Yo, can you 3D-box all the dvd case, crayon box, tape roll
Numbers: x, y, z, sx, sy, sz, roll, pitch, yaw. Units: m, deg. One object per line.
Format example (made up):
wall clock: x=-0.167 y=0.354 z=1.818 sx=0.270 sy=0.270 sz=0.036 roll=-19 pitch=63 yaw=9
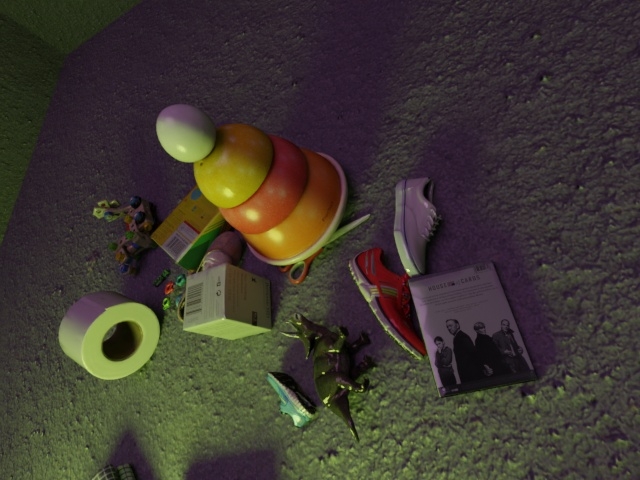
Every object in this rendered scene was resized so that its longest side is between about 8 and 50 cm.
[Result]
dvd case: x=0.289 y=0.169 z=0.791 sx=0.179 sy=0.029 sz=0.239 roll=-14 pitch=62 yaw=9
crayon box: x=-0.386 y=-0.075 z=1.321 sx=0.202 sy=0.081 sz=0.318 roll=32 pitch=79 yaw=39
tape roll: x=-0.671 y=0.297 z=1.286 sx=0.169 sy=0.246 sz=0.246 roll=10 pitch=77 yaw=37

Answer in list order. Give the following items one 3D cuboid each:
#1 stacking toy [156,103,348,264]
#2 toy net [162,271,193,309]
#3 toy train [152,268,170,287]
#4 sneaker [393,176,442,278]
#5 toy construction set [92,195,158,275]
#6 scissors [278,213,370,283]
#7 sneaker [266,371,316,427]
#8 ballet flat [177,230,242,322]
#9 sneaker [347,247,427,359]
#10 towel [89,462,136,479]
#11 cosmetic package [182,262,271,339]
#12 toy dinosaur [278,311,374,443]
stacking toy: x=-0.182 y=-0.173 z=0.983 sx=0.350 sy=0.480 sz=0.351 roll=-16 pitch=58 yaw=28
toy net: x=-0.451 y=0.121 z=1.337 sx=0.122 sy=0.045 sz=0.232 roll=-4 pitch=68 yaw=35
toy train: x=-0.564 y=0.135 z=1.423 sx=0.083 sy=0.017 sz=0.024 roll=-44 pitch=64 yaw=12
sneaker: x=0.223 y=-0.041 z=0.905 sx=0.091 sy=0.094 sz=0.258 roll=-16 pitch=57 yaw=31
toy construction set: x=-0.736 y=-0.048 z=1.541 sx=0.215 sy=0.151 sz=0.328 roll=-44 pitch=64 yaw=12
scissors: x=0.000 y=0.000 z=1.092 sx=0.297 sy=0.021 sz=0.109 roll=-44 pitch=51 yaw=13
sneaker: x=-0.086 y=0.383 z=0.972 sx=0.162 sy=0.063 sz=0.073 roll=38 pitch=97 yaw=38
ballet flat: x=-0.333 y=0.120 z=1.209 sx=0.316 sy=0.107 sz=0.106 roll=-60 pitch=10 yaw=8
sneaker: x=0.163 y=0.125 z=0.887 sx=0.118 sy=0.107 sz=0.279 roll=-32 pitch=60 yaw=3
towel: x=-0.607 y=0.818 z=1.112 sx=0.235 sy=0.121 sz=0.284 roll=33 pitch=91 yaw=39
cosmetic package: x=-0.247 y=0.171 z=1.087 sx=0.151 sy=0.183 sz=0.151 roll=-19 pitch=62 yaw=28
toy dinosaur: x=0.036 y=0.294 z=0.913 sx=0.160 sy=0.121 sz=0.314 roll=-39 pitch=58 yaw=30
